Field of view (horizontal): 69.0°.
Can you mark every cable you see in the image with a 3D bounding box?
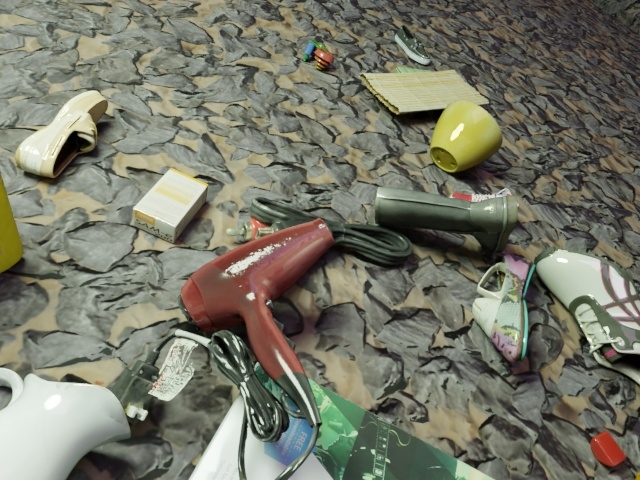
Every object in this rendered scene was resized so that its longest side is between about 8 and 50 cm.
[{"bbox_3d":[0.000,0.000,0.696,0.286,0.072,0.140,3,36,-35],"label":"cable"}]

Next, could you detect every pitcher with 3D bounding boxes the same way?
[{"bbox_3d":[-0.288,0.194,0.363,0.177,0.126,0.207,11,34,20],"label":"pitcher"}]

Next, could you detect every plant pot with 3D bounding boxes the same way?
[{"bbox_3d":[0.270,-0.190,0.914,0.134,0.134,0.095,40,76,15],"label":"plant pot"}]

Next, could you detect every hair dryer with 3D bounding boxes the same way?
[{"bbox_3d":[-0.063,0.093,0.496,0.223,0.080,0.294,11,57,23],"label":"hair dryer"}]

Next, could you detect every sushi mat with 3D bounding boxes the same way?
[{"bbox_3d":[0.245,-0.348,1.072,0.316,0.019,0.151,-16,57,-34],"label":"sushi mat"}]

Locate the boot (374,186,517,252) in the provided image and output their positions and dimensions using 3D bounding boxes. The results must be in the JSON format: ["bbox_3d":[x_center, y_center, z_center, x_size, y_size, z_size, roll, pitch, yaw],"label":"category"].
[{"bbox_3d":[0.196,-0.032,0.756,0.208,0.190,0.076,-2,68,13],"label":"boot"}]

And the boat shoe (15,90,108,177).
[{"bbox_3d":[-0.354,-0.150,0.671,0.059,0.063,0.170,26,55,-1],"label":"boat shoe"}]

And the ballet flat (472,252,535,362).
[{"bbox_3d":[0.273,0.092,0.700,0.079,0.077,0.222,16,39,18],"label":"ballet flat"}]

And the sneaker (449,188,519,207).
[{"bbox_3d":[0.301,-0.072,0.849,0.118,0.067,0.042,24,46,0],"label":"sneaker"}]

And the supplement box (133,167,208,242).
[{"bbox_3d":[-0.208,-0.050,0.652,0.062,0.036,0.099,24,46,0],"label":"supplement box"}]

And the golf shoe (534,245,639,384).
[{"bbox_3d":[0.444,0.118,0.717,0.272,0.105,0.120,42,56,17],"label":"golf shoe"}]

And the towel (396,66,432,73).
[{"bbox_3d":[0.257,-0.369,1.130,0.113,0.023,0.152,-2,49,-26],"label":"towel"}]

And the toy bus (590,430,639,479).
[{"bbox_3d":[0.449,0.303,0.551,0.190,0.104,0.202,15,47,-9],"label":"toy bus"}]

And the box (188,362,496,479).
[{"bbox_3d":[0.028,0.282,0.437,0.321,0.059,0.232,28,46,3],"label":"box"}]

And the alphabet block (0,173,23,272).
[{"bbox_3d":[-0.450,-0.037,0.442,0.197,0.193,0.193,33,49,8],"label":"alphabet block"}]

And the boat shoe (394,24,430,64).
[{"bbox_3d":[0.248,-0.523,1.244,0.049,0.040,0.142,-16,57,-32],"label":"boat shoe"}]

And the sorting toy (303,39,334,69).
[{"bbox_3d":[-0.009,-0.420,1.060,0.061,0.042,0.102,14,33,-30],"label":"sorting toy"}]
